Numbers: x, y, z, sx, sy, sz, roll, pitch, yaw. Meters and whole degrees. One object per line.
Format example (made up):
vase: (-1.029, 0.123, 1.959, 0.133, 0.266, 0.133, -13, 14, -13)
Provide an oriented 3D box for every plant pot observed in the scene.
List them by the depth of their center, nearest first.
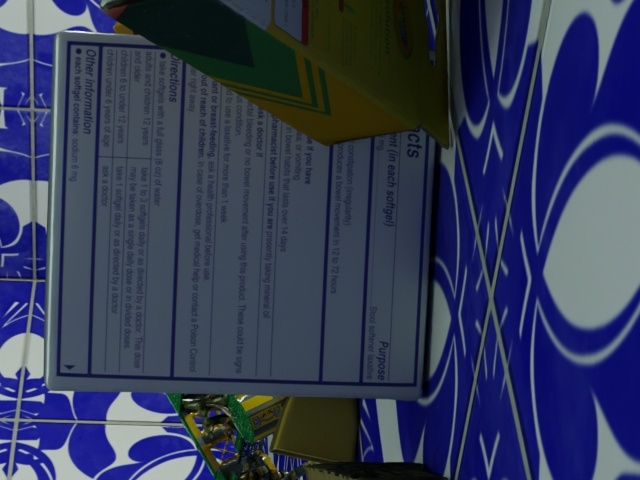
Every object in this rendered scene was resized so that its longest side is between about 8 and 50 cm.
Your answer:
plant pot: (-0.002, 0.179, 1.703, 0.081, 0.081, 0.083, 123, 159, -80)

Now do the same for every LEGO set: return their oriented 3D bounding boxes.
LEGO set: (-0.059, 0.168, 2.079, 0.255, 0.192, 0.331, 53, 156, 31)

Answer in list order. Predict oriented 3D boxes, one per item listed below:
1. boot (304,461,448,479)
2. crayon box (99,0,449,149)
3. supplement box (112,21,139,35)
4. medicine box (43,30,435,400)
boot: (0.035, 0.297, 1.214, 0.236, 0.089, 0.270, 154, 117, -84)
crayon box: (-0.016, -0.191, 1.126, 0.318, 0.081, 0.202, 28, -122, -54)
supplement box: (-0.066, -0.199, 1.590, 0.194, 0.191, 0.129, -76, -28, -59)
medicine box: (-0.064, -0.021, 1.304, 0.149, 0.289, 0.264, -144, 57, -81)
